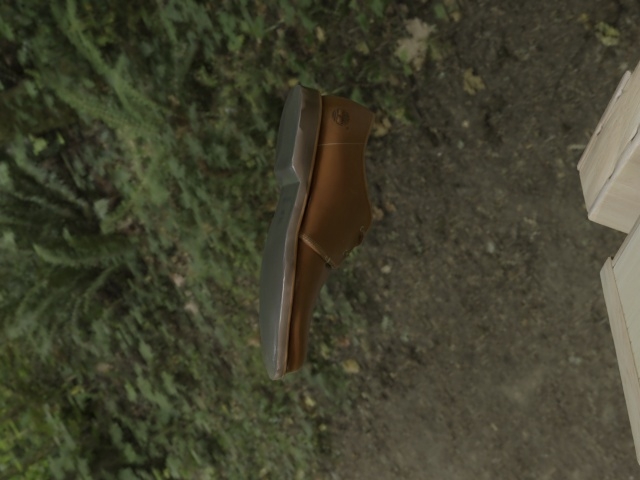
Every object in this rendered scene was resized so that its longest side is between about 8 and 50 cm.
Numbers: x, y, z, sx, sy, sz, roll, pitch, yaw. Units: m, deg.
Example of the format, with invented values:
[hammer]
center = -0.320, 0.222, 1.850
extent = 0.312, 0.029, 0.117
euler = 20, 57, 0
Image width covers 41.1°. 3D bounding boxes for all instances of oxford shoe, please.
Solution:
[oxford shoe]
center = 0.000, 0.000, 0.616
extent = 0.076, 0.076, 0.212
euler = -154, 74, -70

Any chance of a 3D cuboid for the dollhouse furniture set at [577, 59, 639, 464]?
[dollhouse furniture set]
center = 0.310, -0.002, 0.378
extent = 0.303, 0.286, 0.198
euler = 19, 124, -2
